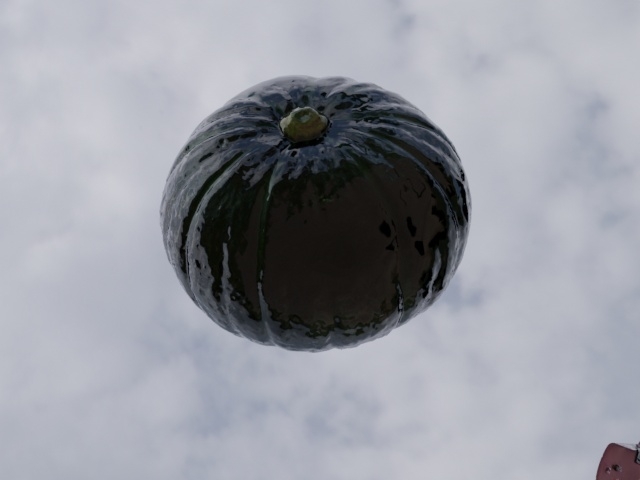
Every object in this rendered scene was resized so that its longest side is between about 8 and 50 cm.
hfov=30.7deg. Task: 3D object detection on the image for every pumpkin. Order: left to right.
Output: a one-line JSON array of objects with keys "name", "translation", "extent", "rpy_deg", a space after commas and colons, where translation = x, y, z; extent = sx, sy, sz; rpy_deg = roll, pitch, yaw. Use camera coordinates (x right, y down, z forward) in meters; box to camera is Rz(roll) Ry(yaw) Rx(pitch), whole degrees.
[{"name": "pumpkin", "translation": [0.000, 0.000, 0.947], "extent": [0.248, 0.248, 0.248], "rpy_deg": [-3, -77, -13]}]

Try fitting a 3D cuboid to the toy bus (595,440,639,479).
[{"name": "toy bus", "translation": [0.347, 0.236, 1.027], "extent": [0.090, 0.203, 0.063], "rpy_deg": [13, -86, -48]}]
